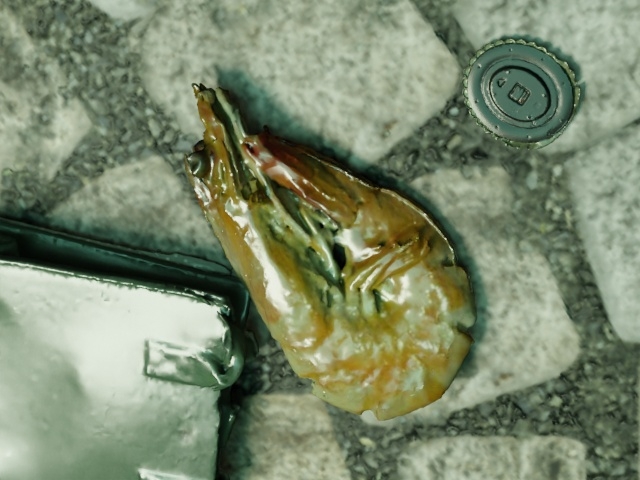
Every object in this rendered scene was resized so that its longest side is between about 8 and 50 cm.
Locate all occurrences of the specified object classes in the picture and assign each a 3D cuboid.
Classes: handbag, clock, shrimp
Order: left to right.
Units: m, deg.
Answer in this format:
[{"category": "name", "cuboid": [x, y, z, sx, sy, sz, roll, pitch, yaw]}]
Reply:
[{"category": "handbag", "cuboid": [-0.185, 0.124, 1.150, 0.260, 0.079, 0.248, 11, 111, 9]}, {"category": "shrimp", "cuboid": [0.000, 0.000, 1.073, 0.154, 0.062, 0.294, -37, 99, 10]}, {"category": "clock", "cuboid": [0.139, -0.103, 1.024, 0.083, 0.010, 0.074, 33, 114, 1]}]
